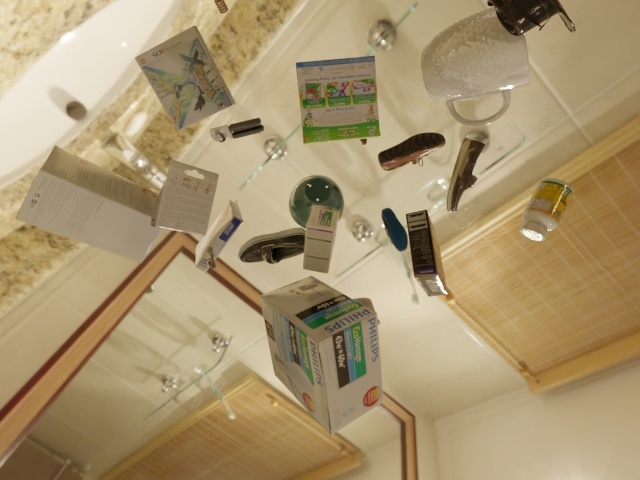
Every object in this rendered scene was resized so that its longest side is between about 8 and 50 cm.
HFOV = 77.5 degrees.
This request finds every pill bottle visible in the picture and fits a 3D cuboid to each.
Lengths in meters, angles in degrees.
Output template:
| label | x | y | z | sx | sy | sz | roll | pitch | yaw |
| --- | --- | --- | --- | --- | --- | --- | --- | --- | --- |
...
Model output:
| label | x | y | z | sx | sy | sz | roll | pitch | yaw |
| --- | --- | --- | --- | --- | --- | --- | --- | --- | --- |
| pill bottle | 0.795 | -0.107 | 1.416 | 0.208 | 0.118 | 0.118 | -59 | -163 | -8 |

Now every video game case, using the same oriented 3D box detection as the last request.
| label | x | y | z | sx | sy | sz | roll | pitch | yaw |
| --- | --- | --- | --- | --- | --- | --- | --- | --- | --- |
| video game case | -0.566 | -0.673 | 1.684 | 0.300 | 0.328 | 0.036 | -19 | -154 | 15 |

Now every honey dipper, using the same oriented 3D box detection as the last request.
| label | x | y | z | sx | sy | sz | roll | pitch | yaw |
| --- | --- | --- | --- | --- | --- | --- | --- | --- | --- |
| honey dipper | -0.318 | -0.746 | 1.165 | 0.030 | 0.031 | 0.160 | -51 | 151 | -12 |

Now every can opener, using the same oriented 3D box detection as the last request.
| label | x | y | z | sx | sy | sz | roll | pitch | yaw |
| --- | --- | --- | --- | --- | --- | --- | --- | --- | --- |
| can opener | -0.402 | -0.533 | 1.905 | 0.281 | 0.074 | 0.093 | -5 | -135 | 21 |

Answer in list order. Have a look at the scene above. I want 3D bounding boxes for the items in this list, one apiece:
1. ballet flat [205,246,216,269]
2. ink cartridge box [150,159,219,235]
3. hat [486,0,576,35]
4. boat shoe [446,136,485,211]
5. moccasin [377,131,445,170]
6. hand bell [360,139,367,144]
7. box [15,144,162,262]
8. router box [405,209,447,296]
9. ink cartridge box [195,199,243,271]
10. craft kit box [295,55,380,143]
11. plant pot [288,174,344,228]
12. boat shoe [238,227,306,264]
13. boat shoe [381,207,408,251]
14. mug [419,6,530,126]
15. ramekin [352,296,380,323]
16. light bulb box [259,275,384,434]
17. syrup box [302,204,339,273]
| label | x | y | z | sx | sy | sz | roll | pitch | yaw |
| --- | --- | --- | --- | --- | --- | --- | --- | --- | --- |
| ballet flat | -0.509 | 0.085 | 1.839 | 0.041 | 0.114 | 0.041 | -7 | -160 | 2 |
| ink cartridge box | -0.364 | -0.111 | 1.075 | 0.045 | 0.146 | 0.179 | 8 | -93 | 48 |
| hat | 0.532 | -0.643 | 1.066 | 0.134 | 0.331 | 0.331 | -38 | -162 | 40 |
| boat shoe | 0.545 | -0.240 | 1.504 | 0.103 | 0.093 | 0.284 | -12 | 115 | -68 |
| moccasin | 0.522 | -0.494 | 2.267 | 0.381 | 0.147 | 0.139 | -25 | -124 | 15 |
| hand bell | 0.156 | -0.503 | 1.645 | 0.126 | 0.126 | 0.241 | -32 | -118 | 45 |
| box | -0.675 | -0.106 | 1.216 | 0.168 | 0.346 | 0.215 | -54 | -145 | 13 |
| router box | 0.401 | 0.058 | 1.493 | 0.081 | 0.309 | 0.242 | -12 | -115 | 20 |
| ink cartridge box | -0.529 | -0.047 | 2.045 | 0.324 | 0.072 | 0.330 | -52 | -151 | 10 |
| craft kit box | 0.057 | -0.441 | 1.264 | 0.250 | 0.246 | 0.061 | -5 | -172 | -3 |
| plant pot | -0.015 | -0.210 | 1.981 | 0.290 | 0.290 | 0.195 | -52 | 173 | -14 |
| boat shoe | -0.213 | 0.042 | 1.734 | 0.336 | 0.121 | 0.119 | -20 | -134 | 16 |
| boat shoe | 0.399 | -0.054 | 2.125 | 0.109 | 0.258 | 0.089 | -12 | 156 | -4 |
| mug | 0.546 | -0.591 | 1.412 | 0.329 | 0.373 | 0.276 | -9 | -156 | 28 |
| ramekin | 0.137 | 0.368 | 1.906 | 0.277 | 0.278 | 0.135 | -33 | -117 | 44 |
| light bulb box | 0.001 | 0.358 | 1.329 | 0.226 | 0.357 | 0.361 | -20 | -155 | -29 |
| syrup box | 0.000 | 0.000 | 1.323 | 0.236 | 0.097 | 0.093 | 98 | 3 | -50 |
